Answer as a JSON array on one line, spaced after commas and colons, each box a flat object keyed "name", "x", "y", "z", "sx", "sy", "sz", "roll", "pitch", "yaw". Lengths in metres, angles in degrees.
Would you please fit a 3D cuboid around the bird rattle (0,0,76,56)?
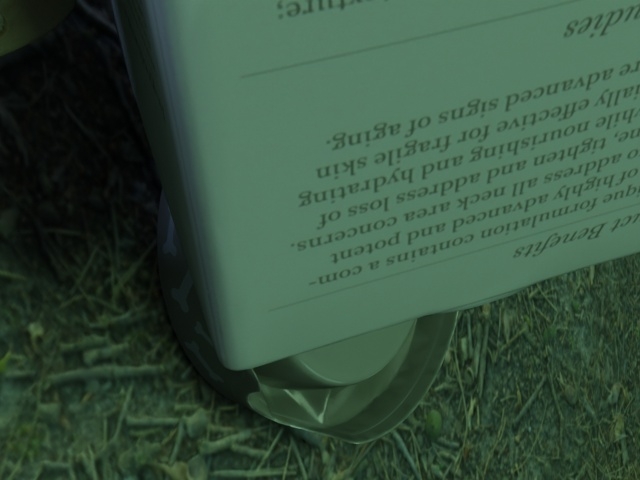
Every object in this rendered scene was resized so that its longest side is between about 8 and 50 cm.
[{"name": "bird rattle", "x": -0.215, "y": -0.125, "z": 0.508, "sx": 0.253, "sy": 0.207, "sz": 0.143, "roll": -24, "pitch": 127, "yaw": -40}]

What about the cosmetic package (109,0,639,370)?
[{"name": "cosmetic package", "x": 0.042, "y": -0.199, "z": 0.528, "sx": 0.329, "sy": 0.327, "sz": 0.393, "roll": -15, "pitch": 141, "yaw": -11}]

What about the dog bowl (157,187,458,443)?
[{"name": "dog bowl", "x": 0.000, "y": 0.000, "z": 0.851, "sx": 0.349, "sy": 0.102, "sz": 0.348, "roll": 2, "pitch": 88, "yaw": -53}]
